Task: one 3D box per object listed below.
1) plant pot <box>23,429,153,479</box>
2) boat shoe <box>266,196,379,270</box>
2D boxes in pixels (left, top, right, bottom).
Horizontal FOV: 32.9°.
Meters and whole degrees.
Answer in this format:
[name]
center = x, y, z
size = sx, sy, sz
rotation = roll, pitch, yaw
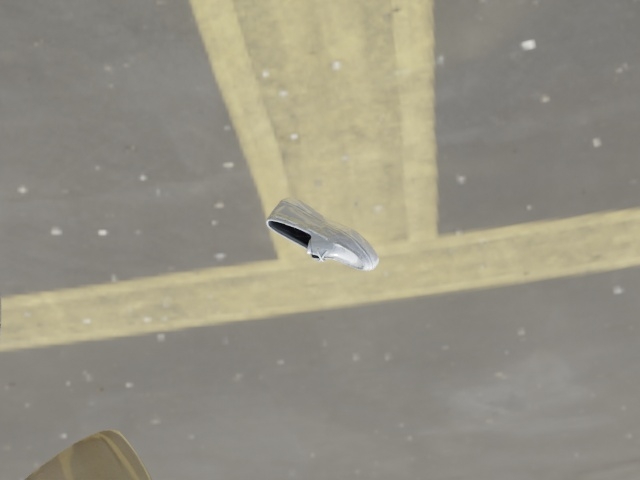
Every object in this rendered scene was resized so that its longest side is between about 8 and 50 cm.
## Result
[plant pot]
center = -0.292, 0.406, 1.356
size = 0.284, 0.191, 0.284
rotation = -44, 164, -16
[boat shoe]
center = 0.000, 0.000, 1.633
size = 0.184, 0.063, 0.066
rotation = 35, 148, 14
